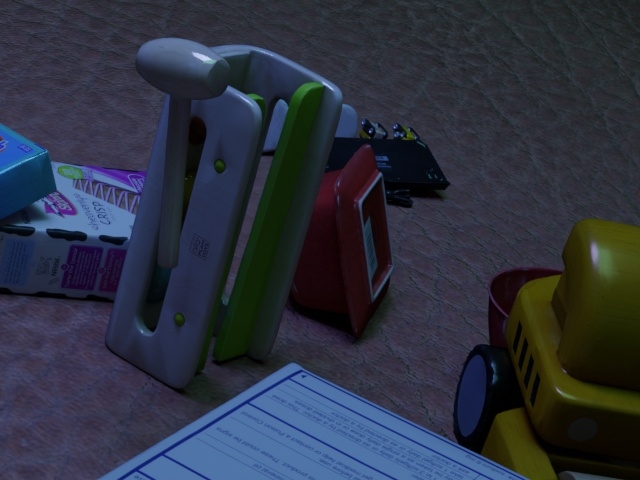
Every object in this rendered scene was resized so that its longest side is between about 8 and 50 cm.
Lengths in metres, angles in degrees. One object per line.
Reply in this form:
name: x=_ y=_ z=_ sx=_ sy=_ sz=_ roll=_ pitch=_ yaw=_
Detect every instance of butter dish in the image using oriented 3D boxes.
butter dish: x=0.000 y=0.000 z=1.819 sx=0.118 sy=0.160 sz=0.160 roll=-3 pitch=18 yaw=15

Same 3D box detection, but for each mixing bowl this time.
mixing bowl: x=0.231 y=0.109 z=1.744 sx=0.181 sy=0.098 sz=0.181 roll=13 pitch=22 yaw=-6

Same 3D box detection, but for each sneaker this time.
sneaker: x=-0.065 y=-0.146 z=2.189 sx=0.212 sy=0.080 sz=0.094 roll=8 pitch=11 yaw=-34

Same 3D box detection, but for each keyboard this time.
keyboard: x=0.062 y=-0.077 z=2.143 sx=0.180 sy=0.023 sz=0.108 roll=0 pitch=43 yaw=-28

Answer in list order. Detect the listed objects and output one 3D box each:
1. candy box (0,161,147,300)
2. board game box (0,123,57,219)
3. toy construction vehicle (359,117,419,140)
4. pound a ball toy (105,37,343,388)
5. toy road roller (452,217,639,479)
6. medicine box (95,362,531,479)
candy box: x=-0.220 y=-0.011 z=1.759 sx=0.233 sy=0.071 sz=0.159 roll=4 pitch=26 yaw=-24
board game box: x=-0.366 y=-0.044 z=1.656 sx=0.210 sy=0.047 sz=0.160 roll=-31 pitch=40 yaw=-29
toy construction vehicle: x=0.089 y=-0.111 z=2.250 sx=0.086 sy=0.035 sz=0.098 roll=15 pitch=23 yaw=-32
pound a ball toy: x=-0.115 y=-0.040 z=1.575 sx=0.136 sy=0.319 sz=0.208 roll=29 pitch=26 yaw=29
toy road roller: x=0.243 y=0.134 z=1.483 sx=0.202 sy=0.240 sz=0.329 roll=10 pitch=30 yaw=-13
medicine box: x=0.007 y=0.235 z=1.244 sx=0.263 sy=0.149 sz=0.289 roll=25 pitch=25 yaw=21
